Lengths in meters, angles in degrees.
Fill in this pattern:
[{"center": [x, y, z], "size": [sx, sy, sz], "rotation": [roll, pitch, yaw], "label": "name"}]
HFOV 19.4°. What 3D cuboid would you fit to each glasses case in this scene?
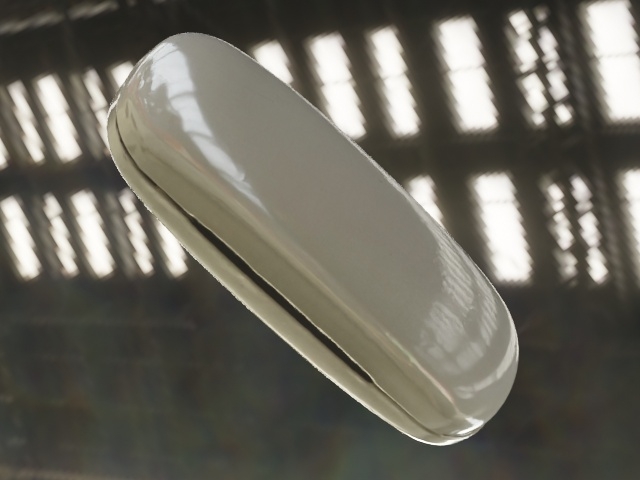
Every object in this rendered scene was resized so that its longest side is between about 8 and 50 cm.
[{"center": [0.000, 0.000, 0.752], "size": [0.204, 0.081, 0.051], "rotation": [44, -46, -11], "label": "glasses case"}]
